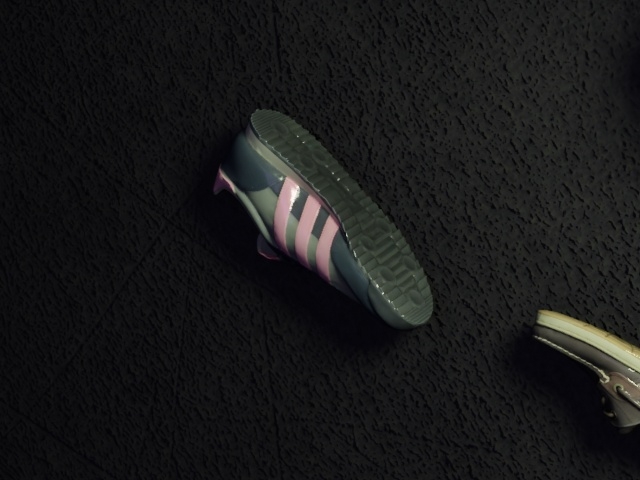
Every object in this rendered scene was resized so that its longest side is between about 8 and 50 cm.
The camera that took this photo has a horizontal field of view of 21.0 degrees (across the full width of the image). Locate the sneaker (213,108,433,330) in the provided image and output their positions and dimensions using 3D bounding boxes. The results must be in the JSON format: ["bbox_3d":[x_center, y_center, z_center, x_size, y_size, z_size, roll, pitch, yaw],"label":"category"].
[{"bbox_3d":[0.000,0.000,2.010,0.319,0.112,0.131,52,123,17],"label":"sneaker"}]

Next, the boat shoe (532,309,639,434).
[{"bbox_3d":[0.347,0.169,1.864,0.285,0.103,0.092,29,95,13],"label":"boat shoe"}]
